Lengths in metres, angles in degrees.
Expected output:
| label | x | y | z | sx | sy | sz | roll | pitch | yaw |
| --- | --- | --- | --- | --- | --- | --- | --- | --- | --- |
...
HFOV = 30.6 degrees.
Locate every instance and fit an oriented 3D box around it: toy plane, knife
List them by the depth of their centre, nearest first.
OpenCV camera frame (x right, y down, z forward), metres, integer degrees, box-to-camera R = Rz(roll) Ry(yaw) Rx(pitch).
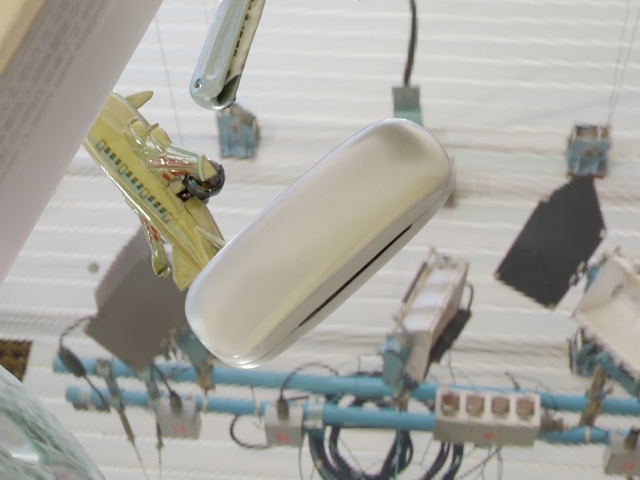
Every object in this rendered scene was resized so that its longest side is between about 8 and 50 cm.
| label | x | y | z | sx | sy | sz | roll | pitch | yaw |
| --- | --- | --- | --- | --- | --- | --- | --- | --- | --- |
| knife | -0.051 | -0.162 | 0.805 | 0.044 | 0.023 | 0.162 | -4 | -118 | 47 |
| toy plane | -0.153 | -0.057 | 1.103 | 0.092 | 0.229 | 0.244 | -26 | -102 | -27 |

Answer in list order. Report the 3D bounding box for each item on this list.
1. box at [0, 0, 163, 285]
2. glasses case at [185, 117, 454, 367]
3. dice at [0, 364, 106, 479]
| label | x | y | z | sx | sy | sz | roll | pitch | yaw |
| --- | --- | --- | --- | --- | --- | --- | --- | --- | --- |
| box | -0.204 | -0.049 | 0.414 | 0.203 | 0.106 | 0.251 | 26 | -101 | 8 |
| glasses case | 0.000 | 0.000 | 0.617 | 0.164 | 0.041 | 0.063 | -42 | -123 | -7 |
| dice | -0.402 | 0.286 | 1.066 | 0.330 | 0.348 | 0.328 | -46 | -118 | 2 |
